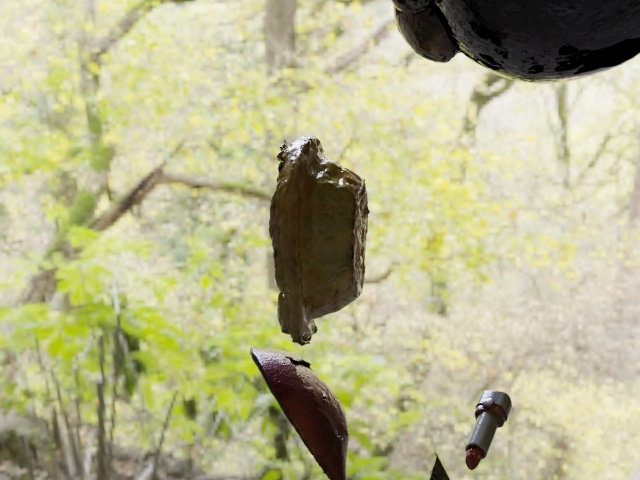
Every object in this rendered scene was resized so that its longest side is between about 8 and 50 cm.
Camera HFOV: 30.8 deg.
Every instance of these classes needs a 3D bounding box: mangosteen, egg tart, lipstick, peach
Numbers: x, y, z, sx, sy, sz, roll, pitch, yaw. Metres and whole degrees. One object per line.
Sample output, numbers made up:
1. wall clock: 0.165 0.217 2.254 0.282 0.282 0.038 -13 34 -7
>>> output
1. mangosteen: 0.074 -0.129 0.473 0.151 0.137 0.137 -7 21 11
2. egg tart: 0.000 0.000 1.571 0.118 0.288 0.288 3 23 7
3. lipstick: 0.312 0.367 2.220 0.063 0.057 0.186 -1 34 28
4. peach: -0.013 0.239 1.660 0.068 0.189 0.279 -39 55 3

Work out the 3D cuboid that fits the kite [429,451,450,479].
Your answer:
1. kite: 0.242 0.565 2.463 0.189 0.009 0.232 23 56 5
